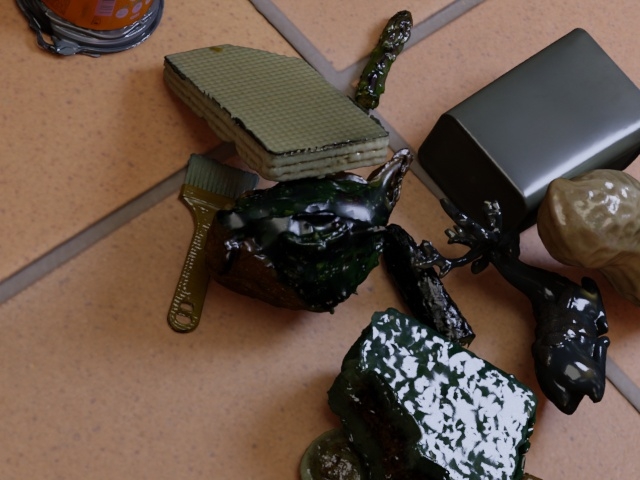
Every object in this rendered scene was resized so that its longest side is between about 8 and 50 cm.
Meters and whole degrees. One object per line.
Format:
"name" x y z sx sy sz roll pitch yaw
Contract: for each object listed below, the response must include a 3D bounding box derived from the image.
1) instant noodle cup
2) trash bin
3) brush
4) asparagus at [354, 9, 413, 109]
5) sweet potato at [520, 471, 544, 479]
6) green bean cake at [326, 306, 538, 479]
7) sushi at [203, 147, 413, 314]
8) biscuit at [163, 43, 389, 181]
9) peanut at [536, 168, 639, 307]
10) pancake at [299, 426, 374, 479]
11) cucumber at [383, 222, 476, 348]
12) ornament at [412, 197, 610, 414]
"instant noodle cup" -0.244 -0.313 1.612 0.177 0.125 0.208 15 56 -14
"trash bin" 0.253 -0.121 1.715 0.240 0.122 0.164 -30 75 -32
"brush" -0.122 0.005 1.543 0.082 0.010 0.218 20 56 -12
"asparagus" 0.079 -0.222 1.755 0.036 0.030 0.165 15 54 16
"sweet potato" 0.325 0.304 1.525 0.264 0.057 0.057 30 53 2
"green bean cake" 0.096 0.193 1.447 0.208 0.107 0.193 33 50 -8
"sushi" -0.001 0.000 1.515 0.287 0.140 0.149 -17 72 -35
"biscuit" -0.054 -0.141 1.576 0.150 0.052 0.252 -13 38 -31
"peanut" 0.343 0.000 1.635 0.298 0.120 0.136 21 46 -41
"pancake" 0.030 0.235 1.460 0.108 0.017 0.108 13 55 -19
"cucumber" 0.112 0.056 1.590 0.053 0.053 0.181 -17 66 -31
"ornament" 0.201 0.061 1.568 0.236 0.080 0.202 37 38 -21
